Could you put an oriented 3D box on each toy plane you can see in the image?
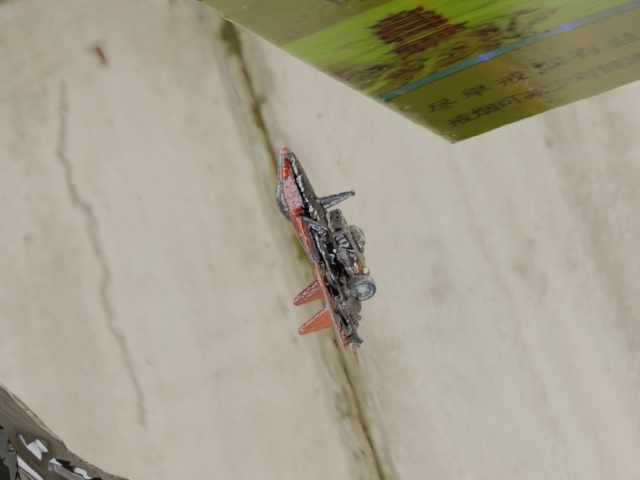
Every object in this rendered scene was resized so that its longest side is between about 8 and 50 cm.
[{"bbox_3d":[0.004,-0.001,1.170,0.061,0.189,0.130,-9,-135,-1],"label":"toy plane"}]

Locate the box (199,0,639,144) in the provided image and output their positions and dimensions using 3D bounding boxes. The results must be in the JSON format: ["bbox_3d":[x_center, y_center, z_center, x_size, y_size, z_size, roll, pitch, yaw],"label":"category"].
[{"bbox_3d":[0.056,-0.078,0.493,0.121,0.193,0.030,-19,-107,22],"label":"box"}]

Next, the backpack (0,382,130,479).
[{"bbox_3d":[-0.162,0.201,0.611,0.255,0.363,0.446,-34,-105,15],"label":"backpack"}]
